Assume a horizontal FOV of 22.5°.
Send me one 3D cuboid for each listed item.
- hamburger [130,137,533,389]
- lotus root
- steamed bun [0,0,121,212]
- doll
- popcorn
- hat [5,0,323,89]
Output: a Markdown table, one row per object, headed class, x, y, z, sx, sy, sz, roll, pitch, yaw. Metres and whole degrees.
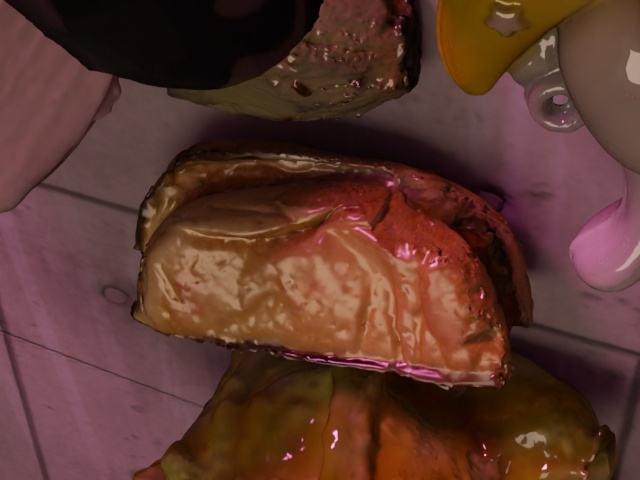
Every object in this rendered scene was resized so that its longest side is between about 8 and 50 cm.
| class | x | y | z | sx | sy | sz | roll | pitch | yaw |
| --- | --- | --- | --- | --- | --- | --- | --- | --- | --- |
| hamburger | 0.000 | 0.000 | 0.984 | 0.262 | 0.124 | 0.131 | 7 | 122 | 16 |
| lotus root | -0.018 | -0.112 | 0.881 | 0.144 | 0.070 | 0.143 | 15 | 143 | 13 |
| steamed bun | -0.257 | -0.153 | 0.811 | 0.309 | 0.309 | 0.309 | 16 | 143 | 12 |
| doll | 0.170 | -0.102 | 0.755 | 0.237 | 0.111 | 0.252 | -24 | 122 | 28 |
| popcorn | 0.014 | 0.203 | 1.095 | 0.335 | 0.279 | 0.274 | 0 | 119 | 49 |
| hat | -0.030 | -0.257 | 0.484 | 0.257 | 0.366 | 0.381 | -24 | 120 | 23 |
